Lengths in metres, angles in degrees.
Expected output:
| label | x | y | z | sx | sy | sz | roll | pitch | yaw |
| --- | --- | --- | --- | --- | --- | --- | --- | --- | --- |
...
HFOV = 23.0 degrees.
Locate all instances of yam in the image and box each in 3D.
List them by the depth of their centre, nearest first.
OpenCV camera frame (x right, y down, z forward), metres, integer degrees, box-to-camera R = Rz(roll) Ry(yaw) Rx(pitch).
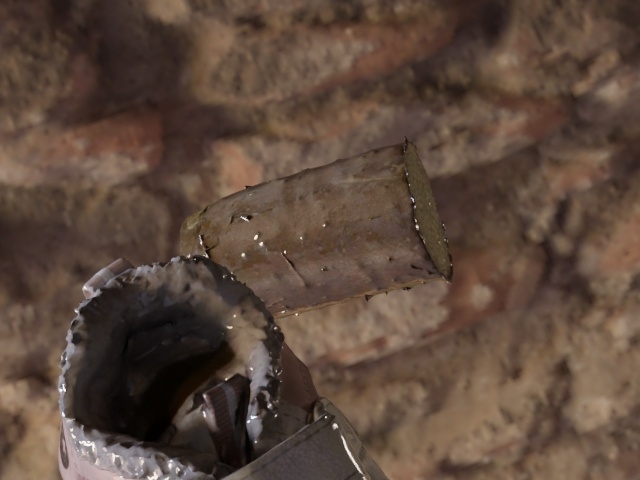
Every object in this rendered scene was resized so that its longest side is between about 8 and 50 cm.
| label | x | y | z | sx | sy | sz | roll | pitch | yaw |
| --- | --- | --- | --- | --- | --- | --- | --- | --- | --- |
| yam | -0.001 | -0.001 | 1.445 | 0.238 | 0.129 | 0.128 | -17 | -47 | 23 |

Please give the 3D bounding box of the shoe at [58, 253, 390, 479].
| label | x | y | z | sx | sy | sz | roll | pitch | yaw |
| --- | --- | --- | --- | --- | --- | --- | --- | --- | --- |
| shoe | -0.032 | 0.167 | 0.826 | 0.172 | 0.351 | 0.198 | -36 | -32 | -20 |
